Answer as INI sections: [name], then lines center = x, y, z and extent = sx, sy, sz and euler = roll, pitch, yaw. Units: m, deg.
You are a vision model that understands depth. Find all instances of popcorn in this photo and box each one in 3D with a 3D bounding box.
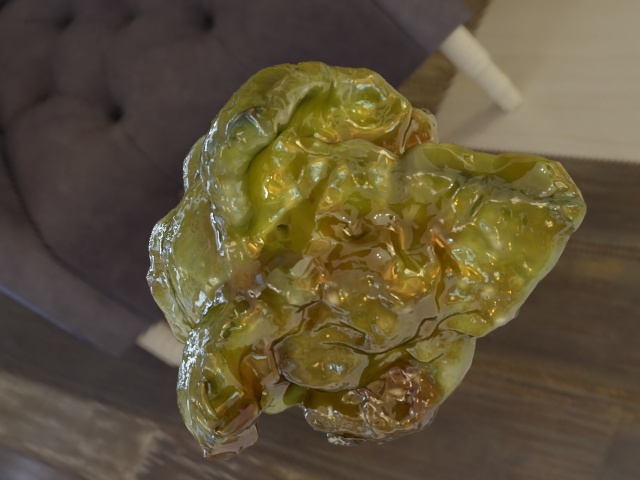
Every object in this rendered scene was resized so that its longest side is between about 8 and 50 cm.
[popcorn]
center = 0.007, -0.009, 1.103
extent = 0.321, 0.325, 0.290
euler = -38, 37, 6
